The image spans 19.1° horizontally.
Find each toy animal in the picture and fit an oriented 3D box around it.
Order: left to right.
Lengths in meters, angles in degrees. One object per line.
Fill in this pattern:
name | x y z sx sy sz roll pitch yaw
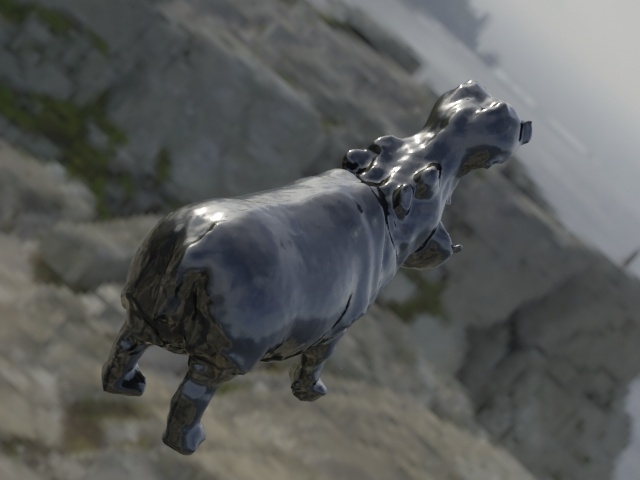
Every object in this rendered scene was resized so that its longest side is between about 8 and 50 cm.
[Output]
toy animal | -0.001 0.011 1.227 0.106 0.168 0.343 35 41 23
